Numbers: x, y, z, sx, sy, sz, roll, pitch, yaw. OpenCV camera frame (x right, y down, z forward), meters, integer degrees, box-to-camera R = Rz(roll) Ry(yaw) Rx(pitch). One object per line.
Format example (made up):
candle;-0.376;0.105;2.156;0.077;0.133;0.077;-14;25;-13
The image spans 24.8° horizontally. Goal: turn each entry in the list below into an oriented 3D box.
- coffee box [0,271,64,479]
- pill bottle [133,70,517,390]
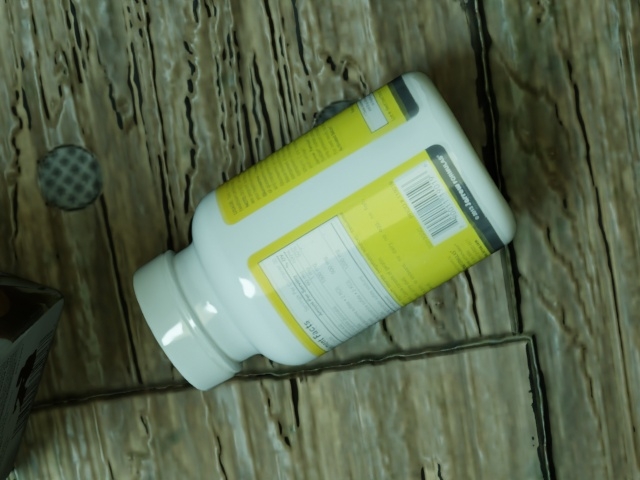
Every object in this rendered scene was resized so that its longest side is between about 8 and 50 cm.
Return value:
coffee box;-0.242;0.080;0.675;0.168;0.297;0.118;18;99;-1
pill bottle;0.000;0.000;0.751;0.184;0.103;0.103;-31;97;7
